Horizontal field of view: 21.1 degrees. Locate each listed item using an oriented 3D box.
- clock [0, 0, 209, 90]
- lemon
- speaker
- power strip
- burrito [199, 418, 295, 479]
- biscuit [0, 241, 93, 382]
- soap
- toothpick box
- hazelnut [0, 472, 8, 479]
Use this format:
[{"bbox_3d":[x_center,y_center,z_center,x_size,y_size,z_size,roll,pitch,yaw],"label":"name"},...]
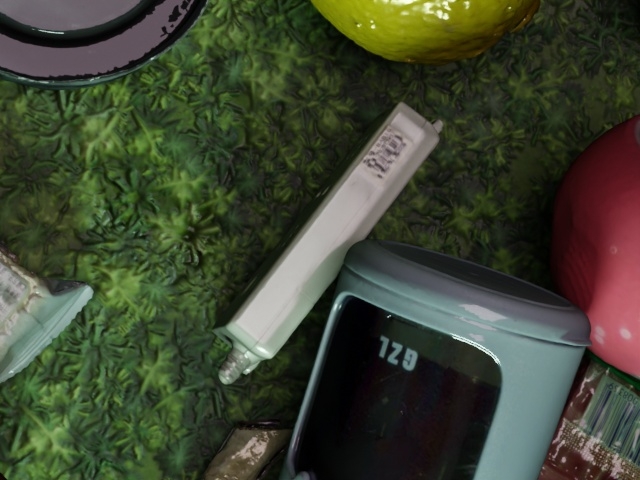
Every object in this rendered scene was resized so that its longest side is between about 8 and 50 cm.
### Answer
[{"bbox_3d":[-0.252,-0.304,1.647,0.325,0.067,0.325,1,85,-14],"label":"clock"},{"bbox_3d":[0.083,-0.312,1.634,0.322,0.268,0.268,46,76,-13],"label":"lemon"},{"bbox_3d":[0.357,0.012,1.667,0.294,0.294,0.294,1,86,-15],"label":"speaker"},{"bbox_3d":[0.000,0.000,1.675,0.058,0.098,0.338,39,77,-8],"label":"power strip"},{"bbox_3d":[-0.081,0.222,1.666,0.055,0.041,0.149,47,72,-21],"label":"burrito"},{"bbox_3d":[-0.377,0.019,1.584,0.309,0.079,0.186,38,76,-9],"label":"biscuit"},{"bbox_3d":[0.325,0.239,1.744,0.273,0.098,0.217,32,79,-11],"label":"soap"},{"bbox_3d":[0.095,0.198,1.607,0.263,0.263,0.354,17,96,-13],"label":"toothpick box"},{"bbox_3d":[-0.372,0.273,1.502,0.234,0.218,0.218,-34,95,-13],"label":"hazelnut"}]
